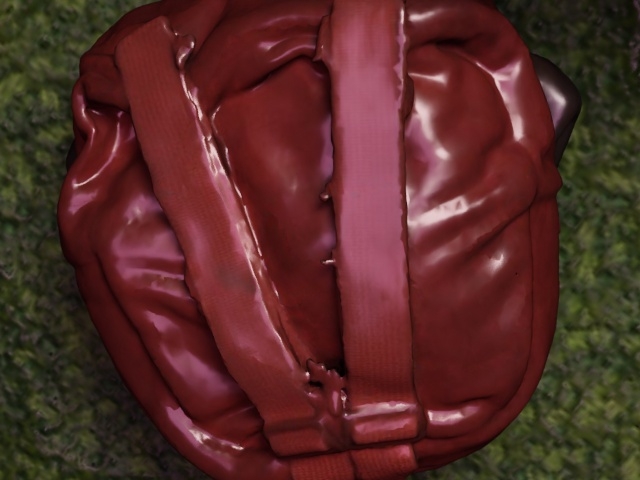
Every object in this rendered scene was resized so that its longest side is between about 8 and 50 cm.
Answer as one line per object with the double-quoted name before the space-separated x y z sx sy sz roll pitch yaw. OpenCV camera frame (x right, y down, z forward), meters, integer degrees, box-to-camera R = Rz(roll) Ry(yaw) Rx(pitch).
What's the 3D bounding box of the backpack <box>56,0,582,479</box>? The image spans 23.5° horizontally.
"backpack" 0.000 0.000 0.622 0.229 0.139 0.229 1 99 9
